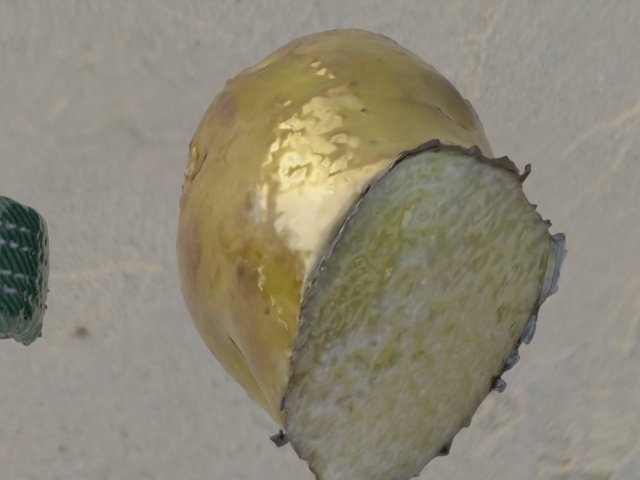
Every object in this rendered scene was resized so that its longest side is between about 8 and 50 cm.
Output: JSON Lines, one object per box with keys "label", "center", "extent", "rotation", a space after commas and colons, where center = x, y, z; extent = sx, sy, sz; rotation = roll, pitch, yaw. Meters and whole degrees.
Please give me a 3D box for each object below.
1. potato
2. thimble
{"label": "potato", "center": [0.000, 0.000, 1.131], "extent": [0.237, 0.301, 0.289], "rotation": [33, 81, 36]}
{"label": "thimble", "center": [-0.241, 0.017, 1.025], "extent": [0.118, 0.135, 0.090], "rotation": [0, 78, 16]}
